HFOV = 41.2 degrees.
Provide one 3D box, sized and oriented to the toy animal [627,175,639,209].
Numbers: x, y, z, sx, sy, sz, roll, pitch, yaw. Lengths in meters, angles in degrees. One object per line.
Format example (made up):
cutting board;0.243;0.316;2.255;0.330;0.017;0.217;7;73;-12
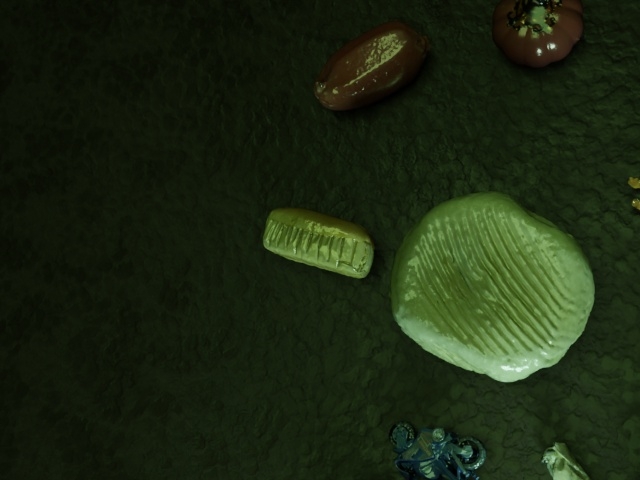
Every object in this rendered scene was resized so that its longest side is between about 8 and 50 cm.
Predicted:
toy animal;0.659;-0.076;1.560;0.116;0.114;0.255;-13;77;-28

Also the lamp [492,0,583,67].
lamp;0.426;-0.432;1.673;0.182;0.140;0.182;-5;76;21

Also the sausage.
sausage;0.108;-0.363;1.773;0.254;0.148;0.148;-26;73;17

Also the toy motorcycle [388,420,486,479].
toy motorcycle;0.214;0.412;1.613;0.205;0.076;0.114;6;73;34

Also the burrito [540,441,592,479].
burrito;0.480;0.467;1.528;0.063;0.058;0.229;-37;73;4

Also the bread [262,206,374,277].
bread;0.000;0.000;1.734;0.236;0.140;0.106;16;82;18

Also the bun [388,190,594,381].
bun;0.311;0.091;1.564;0.353;0.227;0.348;-29;72;9
